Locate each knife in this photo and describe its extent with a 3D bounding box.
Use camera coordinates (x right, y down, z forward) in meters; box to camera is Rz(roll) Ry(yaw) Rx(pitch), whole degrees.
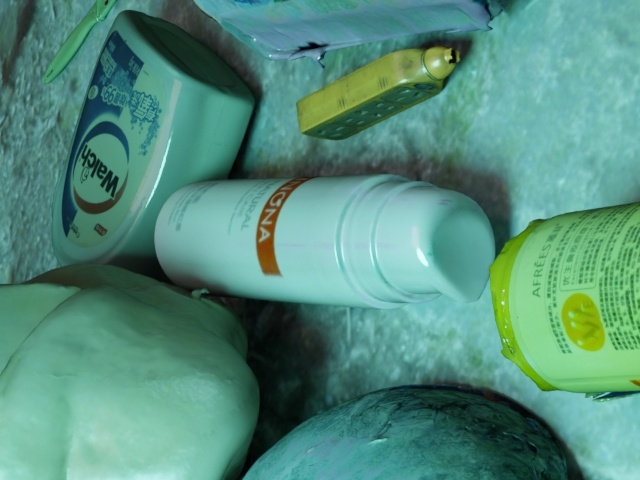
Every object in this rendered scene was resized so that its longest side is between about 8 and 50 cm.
[{"bbox_3d":[-0.225,-0.227,1.913,0.207,0.014,0.030,-49,39,31],"label":"knife"}]

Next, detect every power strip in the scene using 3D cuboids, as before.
[{"bbox_3d":[0.046,-0.115,1.469,0.178,0.049,0.028,-23,65,48],"label":"power strip"}]

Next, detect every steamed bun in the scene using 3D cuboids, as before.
[{"bbox_3d":[-0.212,0.169,1.476,0.367,0.255,0.342,-100,34,-77],"label":"steamed bun"}]

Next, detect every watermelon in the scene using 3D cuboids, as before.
[{"bbox_3d":[0.030,0.180,1.276,0.322,0.175,0.188,14,90,54],"label":"watermelon"}]

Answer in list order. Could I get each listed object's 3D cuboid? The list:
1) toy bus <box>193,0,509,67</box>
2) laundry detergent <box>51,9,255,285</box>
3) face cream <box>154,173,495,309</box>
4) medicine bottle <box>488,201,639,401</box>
[{"bbox_3d":[0.022,-0.216,1.460,0.317,0.138,0.112,-2,47,56],"label":"toy bus"},{"bbox_3d":[-0.175,-0.046,1.703,0.215,0.105,0.280,47,117,50],"label":"laundry detergent"},{"bbox_3d":[0.000,0.000,1.447,0.345,0.102,0.102,-1,78,54],"label":"face cream"},{"bbox_3d":[0.208,0.032,1.137,0.239,0.124,0.124,-12,69,53],"label":"medicine bottle"}]
